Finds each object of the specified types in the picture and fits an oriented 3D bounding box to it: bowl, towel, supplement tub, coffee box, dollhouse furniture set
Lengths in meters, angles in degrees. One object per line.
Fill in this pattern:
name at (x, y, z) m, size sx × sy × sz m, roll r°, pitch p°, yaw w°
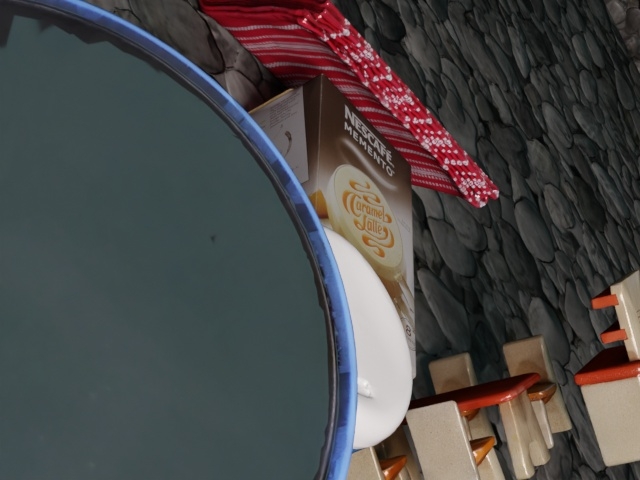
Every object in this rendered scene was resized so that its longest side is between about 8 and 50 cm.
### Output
bowl at (-0.160, 0.055, 0.650) m, size 0.391 × 0.077 × 0.391 m, roll 9°, pitch 70°, yaw -24°
towel at (0.022, -0.129, 1.272) m, size 0.275 × 0.199 × 0.031 m, roll 43°, pitch 77°, yaw -34°
supplement tub at (-0.060, 0.088, 0.872) m, size 0.144 × 0.200 × 0.144 m, roll 41°, pitch 34°, yaw -36°
coffee box at (0.000, 0.000, 1.167) m, size 0.141 × 0.098 × 0.246 m, roll 43°, pitch 33°, yaw -35°
dollhouse furniture set at (0.149, 0.123, 1.145) m, size 0.262 × 0.259 × 0.135 m, roll -18°, pitch 92°, yaw -64°
